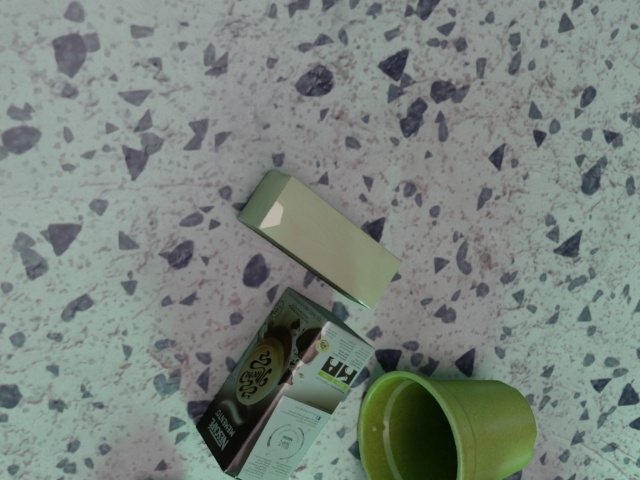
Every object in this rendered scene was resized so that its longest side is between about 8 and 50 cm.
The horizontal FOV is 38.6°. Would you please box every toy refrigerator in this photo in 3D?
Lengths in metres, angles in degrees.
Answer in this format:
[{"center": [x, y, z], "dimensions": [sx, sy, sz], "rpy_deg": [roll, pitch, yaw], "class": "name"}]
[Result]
[{"center": [0.000, 0.000, 1.535], "dimensions": [0.269, 0.094, 0.102], "rpy_deg": [36, 83, -30], "class": "toy refrigerator"}]

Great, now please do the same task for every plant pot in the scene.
[{"center": [0.253, 0.365, 1.696], "dimensions": [0.254, 0.276, 0.276], "rpy_deg": [-2, 108, -36], "class": "plant pot"}]

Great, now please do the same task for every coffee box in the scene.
[{"center": [-0.064, 0.251, 1.542], "dimensions": [0.119, 0.168, 0.297], "rpy_deg": [33, 90, -30], "class": "coffee box"}]
